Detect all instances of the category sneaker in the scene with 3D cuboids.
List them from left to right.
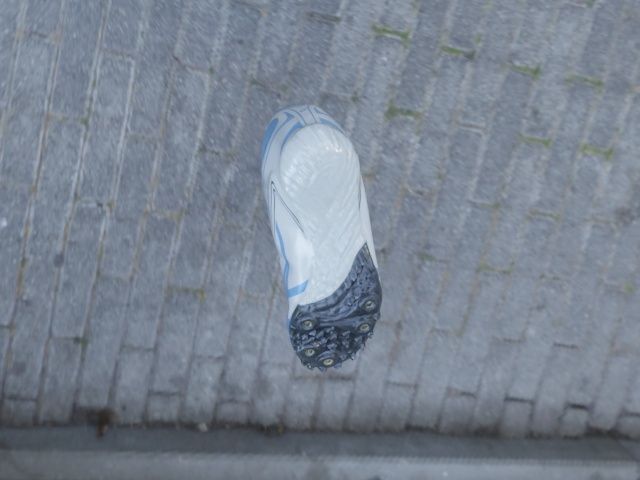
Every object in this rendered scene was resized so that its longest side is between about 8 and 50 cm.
[{"bbox_3d":[0.000,0.000,0.889,0.085,0.086,0.237,-10,119,-8],"label":"sneaker"}]
